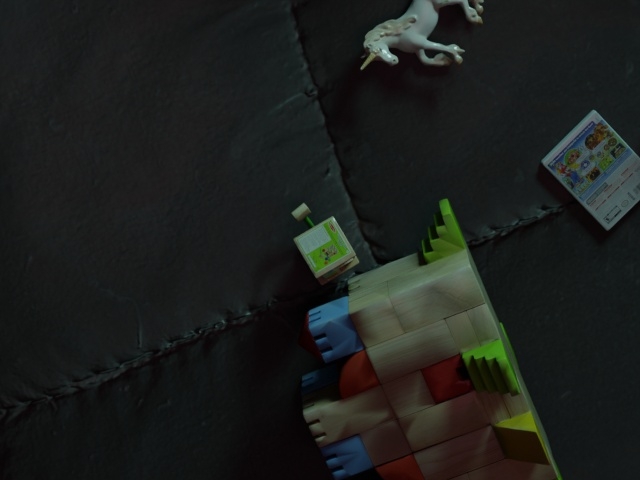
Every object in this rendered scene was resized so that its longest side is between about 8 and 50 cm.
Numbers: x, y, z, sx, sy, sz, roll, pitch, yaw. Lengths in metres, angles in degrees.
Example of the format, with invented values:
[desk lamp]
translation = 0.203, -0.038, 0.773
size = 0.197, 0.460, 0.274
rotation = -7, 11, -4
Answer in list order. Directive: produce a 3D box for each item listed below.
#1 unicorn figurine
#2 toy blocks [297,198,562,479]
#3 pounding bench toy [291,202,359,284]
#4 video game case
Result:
[unicorn figurine]
translation = 0.114, -0.235, 1.695
size = 0.111, 0.060, 0.162
rotation = 25, 85, -16
[toy blocks]
translation = 0.098, 0.179, 1.767
size = 0.261, 0.191, 0.381
rotation = -21, 110, 8
[pounding bench toy]
translation = 0.000, 0.000, 1.741
size = 0.052, 0.065, 0.083
rotation = -31, 79, 0
[video game case]
translation = 0.329, -0.082, 1.802
size = 0.087, 0.011, 0.122
rotation = -45, 110, 5
